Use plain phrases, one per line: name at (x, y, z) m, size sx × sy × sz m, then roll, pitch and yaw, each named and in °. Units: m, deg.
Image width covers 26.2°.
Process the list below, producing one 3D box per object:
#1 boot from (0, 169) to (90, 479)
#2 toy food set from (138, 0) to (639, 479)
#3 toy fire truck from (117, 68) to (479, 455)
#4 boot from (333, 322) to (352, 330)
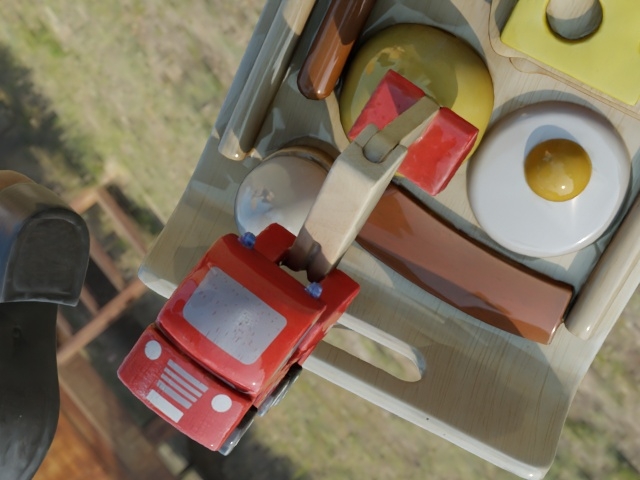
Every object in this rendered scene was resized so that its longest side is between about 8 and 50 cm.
boot at (-0.294, 0.053, 1.023) m, size 0.280 × 0.096 × 0.264 m, roll 25°, pitch 106°, yaw 49°
toy food set at (0.070, -0.063, 0.599) m, size 0.220 × 0.306 × 0.092 m, roll 27°, pitch -154°, yaw 2°
toy fire truck at (0.000, 0.000, 0.522) m, size 0.047 × 0.135 × 0.192 m, roll 36°, pitch -171°, yaw 5°
boot at (0.043, 0.028, 0.802) m, size 0.106 × 0.219 × 0.082 m, roll -30°, pitch -63°, yaw -77°
